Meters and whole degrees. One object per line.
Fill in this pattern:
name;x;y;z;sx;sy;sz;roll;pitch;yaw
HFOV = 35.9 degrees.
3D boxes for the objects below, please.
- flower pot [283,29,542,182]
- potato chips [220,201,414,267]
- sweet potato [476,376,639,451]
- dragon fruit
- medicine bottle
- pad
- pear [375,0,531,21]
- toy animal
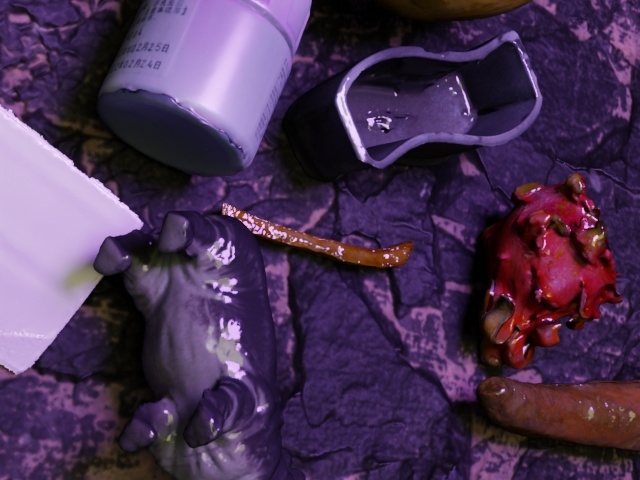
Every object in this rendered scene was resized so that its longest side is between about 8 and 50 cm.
flower pot;0.086;-0.119;0.913;0.229;0.108;0.103;-15;90;-30
potato chips;0.000;0.000;0.892;0.204;0.026;0.037;11;74;-28
sweet potato;0.260;0.172;0.994;0.274;0.075;0.075;9;78;-27
dragon fruit;0.217;0.035;0.958;0.150;0.133;0.207;30;97;14
medicine bottle;-0.090;-0.151;0.798;0.135;0.135;0.168;29;70;-24
pad;-0.262;-0.024;0.720;0.232;0.004;0.156;41;82;-22
pear;0.121;-0.334;0.859;0.304;0.304;0.303;5;80;-30
toy animal;-0.075;0.144;0.765;0.168;0.106;0.343;-27;102;-67
